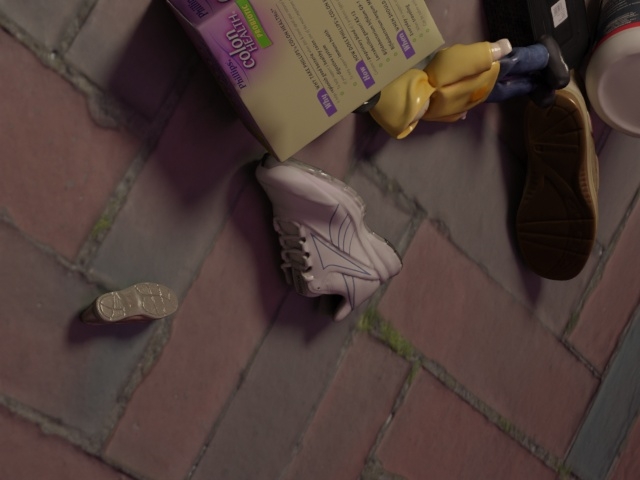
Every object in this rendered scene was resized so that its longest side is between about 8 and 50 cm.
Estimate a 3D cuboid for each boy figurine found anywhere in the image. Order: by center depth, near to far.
[{"bbox_3d":[0.193,-0.207,1.977,0.285,0.092,0.177,-16,160,-30],"label":"boy figurine"}]

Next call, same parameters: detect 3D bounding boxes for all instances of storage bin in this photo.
[{"bbox_3d":[0.306,-0.323,2.105,0.122,0.084,0.180,-40,131,-31],"label":"storage bin"}]

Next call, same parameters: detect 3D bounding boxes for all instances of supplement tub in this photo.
[{"bbox_3d":[0.497,-0.296,2.185,0.272,0.191,0.191,-70,147,-44],"label":"supplement tub"}]

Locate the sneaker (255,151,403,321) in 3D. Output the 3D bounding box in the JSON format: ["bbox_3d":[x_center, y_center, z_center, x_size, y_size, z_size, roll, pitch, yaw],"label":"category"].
[{"bbox_3d":[0.000,0.000,1.874,0.129,0.111,0.297,-52,135,-13],"label":"sneaker"}]

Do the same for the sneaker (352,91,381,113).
[{"bbox_3d":[0.064,-0.243,1.875,0.089,0.051,0.170,83,25,-43],"label":"sneaker"}]

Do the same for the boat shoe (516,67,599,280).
[{"bbox_3d":[0.365,-0.094,2.225,0.110,0.121,0.341,-59,153,-49],"label":"boat shoe"}]

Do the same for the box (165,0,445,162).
[{"bbox_3d":[-0.018,-0.252,1.687,0.243,0.117,0.213,-37,131,-5],"label":"box"}]

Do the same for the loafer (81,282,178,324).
[{"bbox_3d":[-0.220,0.076,1.714,0.125,0.039,0.045,-5,74,-50],"label":"loafer"}]
